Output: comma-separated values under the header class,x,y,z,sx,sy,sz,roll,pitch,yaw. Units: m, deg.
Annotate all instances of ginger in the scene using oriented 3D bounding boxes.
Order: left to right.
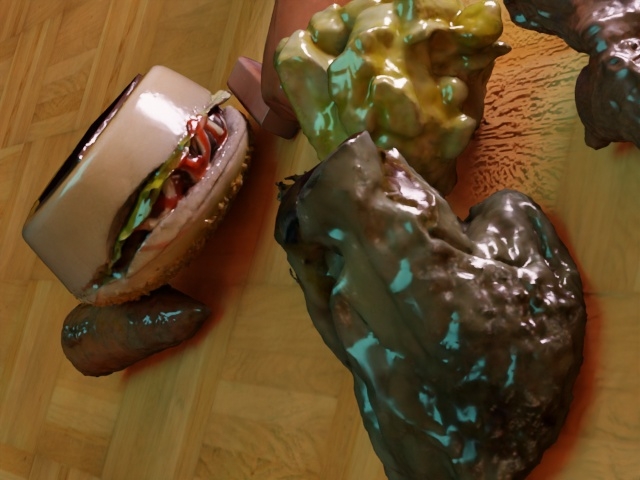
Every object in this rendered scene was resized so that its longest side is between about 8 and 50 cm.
class,x,y,z,sx,sy,sz,roll,pitch,yaw
ginger,0.222,-0.132,0.997,0.290,0.084,0.122,-113,28,-47

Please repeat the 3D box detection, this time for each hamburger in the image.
class,x,y,z,sx,sy,sz,roll,pitch,yaw
hamburger,-0.205,-0.056,1.544,0.302,0.170,0.302,-47,14,16

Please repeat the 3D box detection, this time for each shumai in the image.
class,x,y,z,sx,sy,sz,roll,pitch,yaw
shumai,0.060,0.065,1.017,0.222,0.204,0.272,-47,40,38

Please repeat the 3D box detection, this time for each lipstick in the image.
class,x,y,z,sx,sy,sz,roll,pitch,yaw
lipstick,-0.063,-0.162,1.531,0.045,0.045,0.145,-60,29,14

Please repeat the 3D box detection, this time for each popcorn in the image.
class,x,y,z,sx,sy,sz,roll,pitch,yaw
popcorn,0.068,-0.129,1.143,0.185,0.167,0.187,-44,28,-9

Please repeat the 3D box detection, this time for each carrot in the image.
class,x,y,z,sx,sy,sz,roll,pitch,yaw
carrot,-0.207,0.101,1.592,0.263,0.102,0.102,-15,60,50

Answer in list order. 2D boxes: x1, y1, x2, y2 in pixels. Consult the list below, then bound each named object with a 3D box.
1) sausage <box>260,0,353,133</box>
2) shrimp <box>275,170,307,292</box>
class,x,y,z,sx,sy,sz,roll,pitch,yaw
sausage,0.018,-0.252,1.366,0.121,0.121,0.304,-10,63,58
shrimp,0.003,0.000,1.328,0.236,0.053,0.133,29,118,58
